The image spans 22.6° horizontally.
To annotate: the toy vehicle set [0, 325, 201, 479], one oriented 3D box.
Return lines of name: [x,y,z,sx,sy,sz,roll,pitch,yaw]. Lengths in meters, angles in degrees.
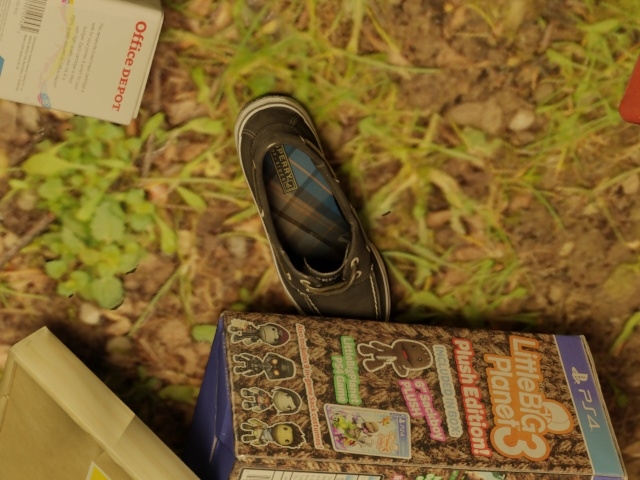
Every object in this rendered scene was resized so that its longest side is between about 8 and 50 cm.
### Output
toy vehicle set: [-0.141,0.207,1.175,0.035,0.267,0.166,-32,156,-41]

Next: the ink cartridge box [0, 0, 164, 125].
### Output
ink cartridge box: [-0.175,-0.137,1.080,0.122,0.052,0.088,12,118,-16]

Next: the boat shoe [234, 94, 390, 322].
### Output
boat shoe: [0.000,0.000,1.182,0.080,0.076,0.228,-19,122,1]

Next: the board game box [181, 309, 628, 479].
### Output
board game box: [0.049,0.188,1.237,0.291,0.141,0.232,5,134,-14]

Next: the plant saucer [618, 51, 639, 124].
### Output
plant saucer: [0.381,-0.172,1.171,0.258,0.047,0.259,9,119,-16]
